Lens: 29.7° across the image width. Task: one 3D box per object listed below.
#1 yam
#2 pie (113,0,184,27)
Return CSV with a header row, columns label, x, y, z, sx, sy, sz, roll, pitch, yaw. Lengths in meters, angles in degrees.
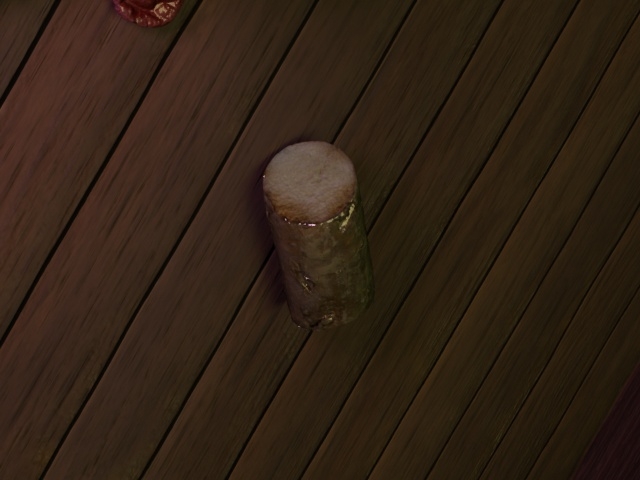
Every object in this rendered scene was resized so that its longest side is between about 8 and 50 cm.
label,x,y,z,sx,sy,sz,roll,pitch,yaw
yam,0.000,0.000,2.014,0.168,0.168,0.304,-34,135,-26
pie,-0.233,-0.368,1.661,0.154,0.038,0.153,-23,130,-31
